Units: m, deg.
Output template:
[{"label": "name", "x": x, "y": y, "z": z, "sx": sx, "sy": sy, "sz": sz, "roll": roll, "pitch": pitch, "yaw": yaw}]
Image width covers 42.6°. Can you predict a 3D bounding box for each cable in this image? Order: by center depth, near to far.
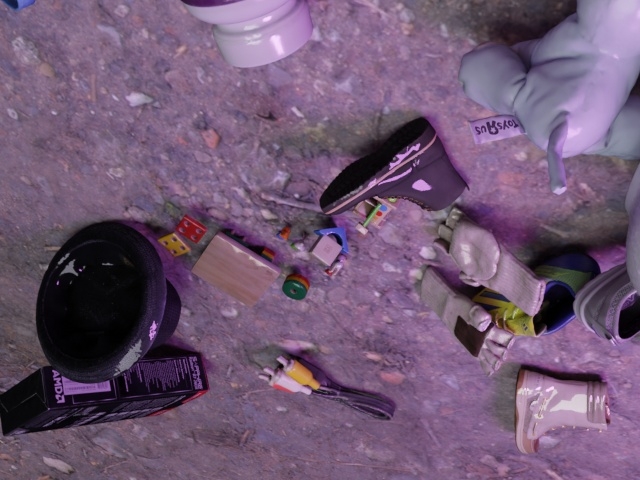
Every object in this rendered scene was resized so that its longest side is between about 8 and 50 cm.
[{"label": "cable", "x": 0.006, "y": 0.319, "z": 1.680, "sx": 0.287, "sy": 0.072, "sz": 0.139, "roll": 32, "pitch": 143, "yaw": -9}]

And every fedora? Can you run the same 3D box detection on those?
[{"label": "fedora", "x": -0.384, "y": 0.127, "z": 1.564, "sx": 0.333, "sy": 0.334, "sz": 0.152, "roll": -10, "pitch": 160, "yaw": 32}]

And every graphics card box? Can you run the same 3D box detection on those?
[{"label": "graphics card box", "x": -0.449, "y": 0.321, "z": 1.718, "sx": 0.370, "sy": 0.094, "sz": 0.232, "roll": 0, "pitch": 158, "yaw": -43}]

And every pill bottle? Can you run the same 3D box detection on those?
[{"label": "pill bottle", "x": -0.109, "y": -0.365, "z": 0.966, "sx": 0.169, "sy": 0.169, "sz": 0.302, "roll": 0, "pitch": 132, "yaw": 24}]

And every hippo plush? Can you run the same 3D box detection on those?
[{"label": "hippo plush", "x": 0.287, "y": -0.227, "z": 0.904, "sx": 0.234, "sy": 0.294, "sz": 0.237, "roll": 39, "pitch": 124, "yaw": 29}]

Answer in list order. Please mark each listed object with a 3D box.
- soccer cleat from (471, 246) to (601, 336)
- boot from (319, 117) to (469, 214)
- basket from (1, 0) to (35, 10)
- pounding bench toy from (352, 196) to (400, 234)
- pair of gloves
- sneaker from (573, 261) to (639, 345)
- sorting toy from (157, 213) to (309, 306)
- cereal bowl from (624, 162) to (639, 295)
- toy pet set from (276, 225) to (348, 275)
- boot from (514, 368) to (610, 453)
[{"label": "soccer cleat", "x": 0.317, "y": 0.113, "z": 1.295, "sx": 0.093, "sy": 0.121, "sz": 0.289, "roll": 36, "pitch": 137, "yaw": -14}, {"label": "boot", "x": 0.111, "y": -0.067, "z": 1.201, "sx": 0.197, "sy": 0.077, "sz": 0.137, "roll": -33, "pitch": 121, "yaw": 16}, {"label": "basket", "x": -0.465, "y": -0.440, "z": 1.002, "sx": 0.289, "sy": 0.201, "sz": 0.255, "roll": 39, "pitch": 148, "yaw": 32}, {"label": "pounding bench toy", "x": 0.087, "y": -0.054, "z": 1.257, "sx": 0.052, "sy": 0.083, "sz": 0.065, "roll": 30, "pitch": 138, "yaw": -7}, {"label": "pair of gloves", "x": 0.238, "y": 0.079, "z": 1.279, "sx": 0.204, "sy": 0.042, "sz": 0.240, "roll": 48, "pitch": 146, "yaw": 28}, {"label": "sneaker", "x": 0.482, "y": 0.047, "z": 1.103, "sx": 0.105, "sy": 0.115, "sz": 0.281, "roll": 41, "pitch": 104, "yaw": -19}, {"label": "sorting toy", "x": -0.156, "y": 0.038, "z": 1.487, "sx": 0.274, "sy": 0.046, "sz": 0.132, "roll": 31, "pitch": 137, "yaw": -9}, {"label": "cereal bowl", "x": 0.445, "y": -0.070, "z": 0.919, "sx": 0.141, "sy": 0.339, "sz": 0.339, "roll": 32, "pitch": 143, "yaw": 26}, {"label": "toy pet set", "x": 0.000, "y": 0.000, "z": 1.387, "sx": 0.122, "sy": 0.065, "sz": 0.114, "roll": 37, "pitch": 171, "yaw": -10}, {"label": "boot", "x": 0.438, "y": 0.323, "z": 1.488, "sx": 0.165, "sy": 0.077, "sz": 0.213, "roll": 3, "pitch": 131, "yaw": 19}]
